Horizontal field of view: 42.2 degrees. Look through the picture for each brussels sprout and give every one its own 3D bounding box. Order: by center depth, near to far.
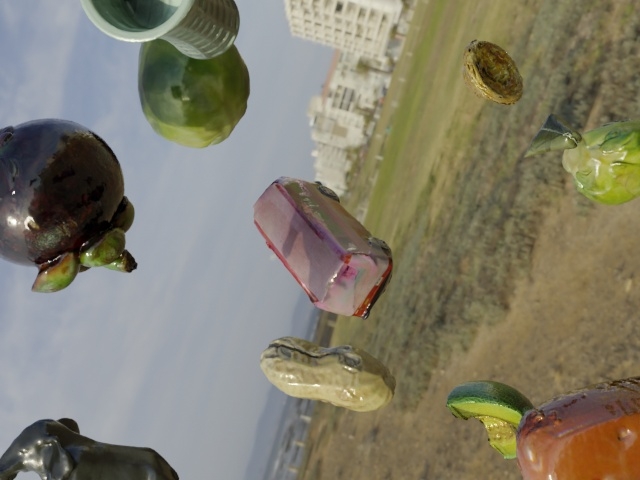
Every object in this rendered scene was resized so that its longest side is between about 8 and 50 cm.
[{"bbox_3d":[0.634,-0.171,1.762,0.223,0.223,0.161,105,150,-64],"label":"brussels sprout"},{"bbox_3d":[-0.306,-0.381,2.015,0.344,0.268,0.344,169,90,-85],"label":"brussels sprout"}]

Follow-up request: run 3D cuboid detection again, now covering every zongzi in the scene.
[{"bbox_3d":[0.470,-0.192,1.695,0.113,0.052,0.104,-53,26,19],"label":"zongzi"}]

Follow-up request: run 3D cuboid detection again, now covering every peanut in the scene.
[{"bbox_3d":[0.013,0.275,1.723,0.130,0.290,0.130,9,-90,-76],"label":"peanut"}]

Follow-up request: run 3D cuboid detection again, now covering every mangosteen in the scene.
[{"bbox_3d":[-0.493,-0.075,1.531,0.311,0.311,0.311,17,-90,-89],"label":"mangosteen"}]

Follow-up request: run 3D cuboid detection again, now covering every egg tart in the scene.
[{"bbox_3d":[0.275,-0.266,1.355,0.049,0.129,0.128,-38,27,47],"label":"egg tart"}]

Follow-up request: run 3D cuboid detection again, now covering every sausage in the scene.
[{"bbox_3d":[0.392,0.265,1.104,0.141,0.268,0.153,114,142,-84],"label":"sausage"}]

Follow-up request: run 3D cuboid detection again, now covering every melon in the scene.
[{"bbox_3d":[0.454,0.413,2.043,0.169,0.265,0.129,-22,33,41],"label":"melon"}]

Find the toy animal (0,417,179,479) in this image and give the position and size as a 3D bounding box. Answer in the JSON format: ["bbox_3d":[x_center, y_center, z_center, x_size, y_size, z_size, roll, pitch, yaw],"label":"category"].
[{"bbox_3d":[-0.284,0.295,0.988,0.114,0.245,0.146,24,96,64],"label":"toy animal"}]

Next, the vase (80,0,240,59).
[{"bbox_3d":[-0.190,-0.311,1.084,0.299,0.143,0.143,-42,-31,-81],"label":"vase"}]

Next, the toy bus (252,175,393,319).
[{"bbox_3d":[0.000,0.000,1.435,0.302,0.147,0.127,48,117,42],"label":"toy bus"}]
